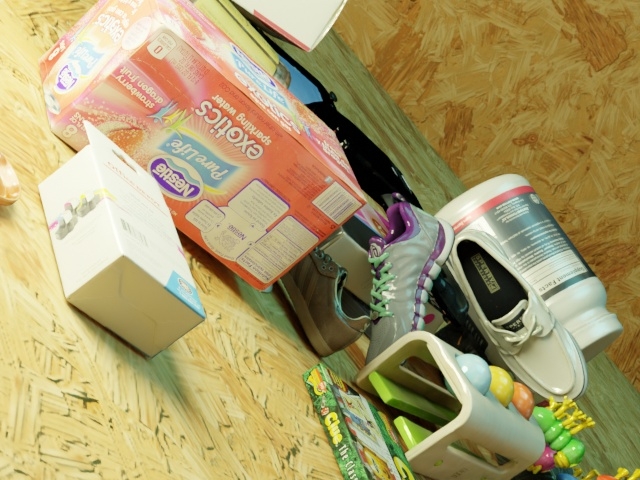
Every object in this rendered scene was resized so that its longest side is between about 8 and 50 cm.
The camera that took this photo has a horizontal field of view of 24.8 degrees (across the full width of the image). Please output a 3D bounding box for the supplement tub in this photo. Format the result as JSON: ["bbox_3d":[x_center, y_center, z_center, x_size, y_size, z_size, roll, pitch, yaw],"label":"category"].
[{"bbox_3d":[0.279,0.061,2.048,0.272,0.191,0.191,57,12,16],"label":"supplement tub"}]

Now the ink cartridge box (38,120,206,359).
[{"bbox_3d":[-0.165,-0.003,1.176,0.104,0.061,0.181,43,15,-41],"label":"ink cartridge box"}]

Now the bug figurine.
[{"bbox_3d":[0.332,0.300,1.878,0.216,0.072,0.279,50,-10,4],"label":"bug figurine"}]

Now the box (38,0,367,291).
[{"bbox_3d":[-0.115,-0.106,1.429,0.300,0.154,0.142,39,17,-34],"label":"box"}]

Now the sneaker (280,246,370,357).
[{"bbox_3d":[-0.008,0.035,1.612,0.188,0.071,0.066,64,4,16],"label":"sneaker"}]

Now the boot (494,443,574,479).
[{"bbox_3d":[0.314,0.310,2.097,0.190,0.076,0.208,67,18,-3],"label":"boot"}]

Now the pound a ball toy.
[{"bbox_3d":[0.196,0.235,1.707,0.208,0.135,0.319,59,14,29],"label":"pound a ball toy"}]

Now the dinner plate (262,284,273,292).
[{"bbox_3d":[-0.093,-0.004,1.585,0.141,0.017,0.141,48,12,-14],"label":"dinner plate"}]

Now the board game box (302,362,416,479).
[{"bbox_3d":[0.064,0.244,1.428,0.136,0.030,0.260,45,14,-42],"label":"board game box"}]

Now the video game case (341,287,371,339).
[{"bbox_3d":[0.000,0.000,1.915,0.196,0.026,0.274,46,14,-29],"label":"video game case"}]

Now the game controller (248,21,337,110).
[{"bbox_3d":[-0.038,-0.236,2.369,0.166,0.067,0.319,59,14,29],"label":"game controller"}]

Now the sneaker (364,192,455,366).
[{"bbox_3d":[0.079,0.055,1.741,0.098,0.083,0.224,34,62,-23],"label":"sneaker"}]

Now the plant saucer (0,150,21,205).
[{"bbox_3d":[-0.259,-0.060,1.097,0.083,0.013,0.083,50,11,-13],"label":"plant saucer"}]

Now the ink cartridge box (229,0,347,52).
[{"bbox_3d":[-0.093,-0.404,2.267,0.207,0.117,0.283,32,3,-17],"label":"ink cartridge box"}]

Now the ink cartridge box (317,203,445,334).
[{"bbox_3d":[0.063,0.019,1.902,0.371,0.069,0.176,42,16,-52],"label":"ink cartridge box"}]

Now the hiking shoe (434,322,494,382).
[{"bbox_3d":[0.225,0.187,2.135,0.114,0.086,0.227,58,19,-15],"label":"hiking shoe"}]

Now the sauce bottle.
[{"bbox_3d":[-0.179,-0.300,1.887,0.344,0.111,0.111,47,13,-30],"label":"sauce bottle"}]

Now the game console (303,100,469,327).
[{"bbox_3d":[0.095,-0.037,1.929,0.213,0.044,0.361,39,17,-47],"label":"game console"}]

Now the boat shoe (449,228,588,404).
[{"bbox_3d":[0.257,0.100,1.900,0.268,0.096,0.088,60,12,5],"label":"boat shoe"}]

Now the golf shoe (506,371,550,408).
[{"bbox_3d":[0.288,0.158,2.413,0.140,0.115,0.306,27,20,-42],"label":"golf shoe"}]
